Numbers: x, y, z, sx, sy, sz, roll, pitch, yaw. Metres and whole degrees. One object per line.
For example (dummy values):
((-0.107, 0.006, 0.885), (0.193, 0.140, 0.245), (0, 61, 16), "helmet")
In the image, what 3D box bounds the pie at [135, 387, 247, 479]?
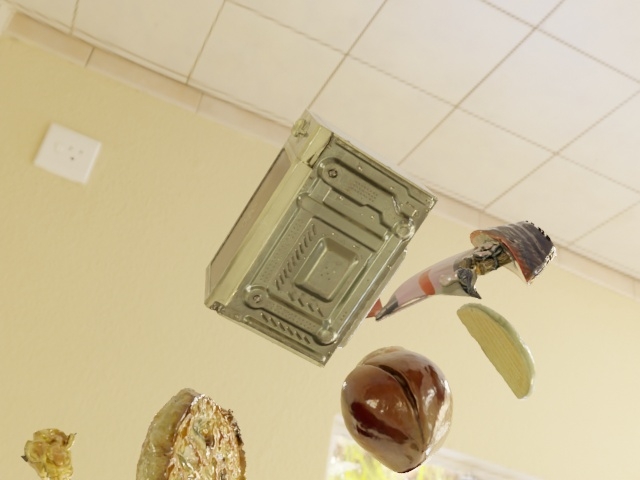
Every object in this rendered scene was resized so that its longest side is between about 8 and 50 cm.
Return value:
((-0.204, 0.382, 1.191), (0.092, 0.315, 0.315), (-3, 146, 16), "pie")

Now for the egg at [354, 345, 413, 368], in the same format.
((0.164, 0.345, 1.771), (0.195, 0.195, 0.233), (31, 152, -29), "egg")

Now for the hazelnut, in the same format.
((0.136, 0.288, 1.252), (0.208, 0.208, 0.208), (8, 148, 5), "hazelnut")

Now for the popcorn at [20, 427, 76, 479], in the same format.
((-0.390, 0.304, 1.063), (0.084, 0.084, 0.084), (8, 148, 5), "popcorn")

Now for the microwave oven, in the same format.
((0.000, 0.000, 0.888), (0.194, 0.145, 0.241), (31, 101, -14), "microwave oven")

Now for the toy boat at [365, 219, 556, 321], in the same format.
((0.224, 0.050, 1.226), (0.318, 0.219, 0.072), (-19, 109, 21), "toy boat")

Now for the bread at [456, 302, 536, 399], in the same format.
((0.315, 0.175, 1.284), (0.193, 0.036, 0.112), (54, 158, 15), "bread")
